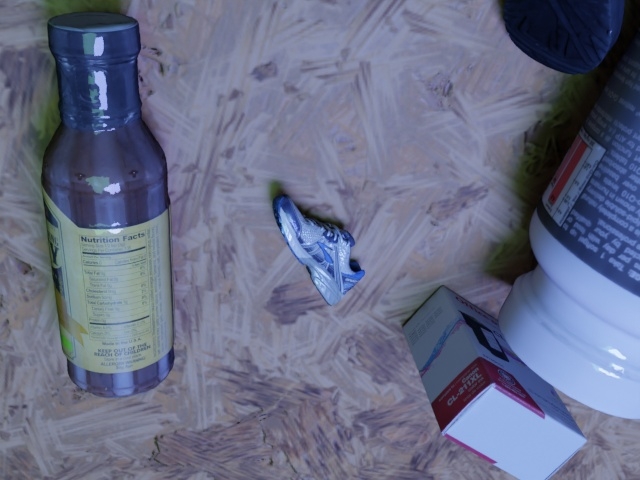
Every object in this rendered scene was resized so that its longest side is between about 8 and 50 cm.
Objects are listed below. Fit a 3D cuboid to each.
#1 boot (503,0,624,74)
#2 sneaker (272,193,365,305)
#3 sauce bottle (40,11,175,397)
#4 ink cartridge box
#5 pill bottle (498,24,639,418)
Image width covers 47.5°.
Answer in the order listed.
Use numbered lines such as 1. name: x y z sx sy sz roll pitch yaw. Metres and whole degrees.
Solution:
1. boot: 0.237 -0.264 0.549 0.094 0.246 0.207 35 81 19
2. sneaker: 0.000 0.000 0.717 0.058 0.052 0.135 -33 124 2
3. sauce bottle: -0.188 -0.023 0.651 0.111 0.111 0.344 1 117 -6
4. ink cartridge box: 0.166 0.140 0.731 0.127 0.175 0.072 32 109 -20
5. pill bottle: 0.312 -0.037 0.627 0.210 0.210 0.363 17 116 -14
